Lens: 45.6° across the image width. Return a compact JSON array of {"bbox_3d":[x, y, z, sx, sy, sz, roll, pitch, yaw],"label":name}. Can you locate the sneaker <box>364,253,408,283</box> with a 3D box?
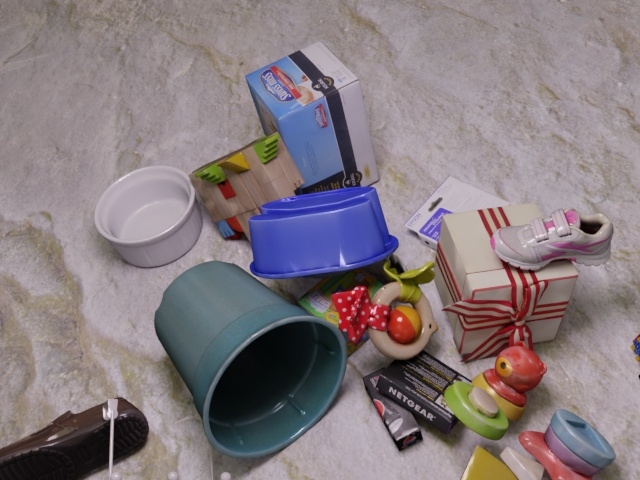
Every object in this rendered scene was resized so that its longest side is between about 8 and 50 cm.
[{"bbox_3d":[0.160,0.051,1.837,0.080,0.094,0.212,-34,51,-13],"label":"sneaker"}]

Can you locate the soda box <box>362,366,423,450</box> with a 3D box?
[{"bbox_3d":[0.151,0.355,1.613,0.060,0.053,0.168,-25,49,-7],"label":"soda box"}]

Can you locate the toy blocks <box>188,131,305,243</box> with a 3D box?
[{"bbox_3d":[-0.166,-0.105,1.941,0.382,0.260,0.191,-14,18,47],"label":"toy blocks"}]

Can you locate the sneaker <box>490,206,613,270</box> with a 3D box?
[{"bbox_3d":[0.462,-0.015,1.507,0.253,0.111,0.102,-4,45,-7],"label":"sneaker"}]

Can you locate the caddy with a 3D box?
[{"bbox_3d":[0.000,0.000,1.699,0.342,0.179,0.241,-8,16,13],"label":"caddy"}]

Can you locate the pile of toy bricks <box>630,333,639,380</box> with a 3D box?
[{"bbox_3d":[0.717,0.265,1.529,0.105,0.118,0.212,16,39,-14],"label":"pile of toy bricks"}]

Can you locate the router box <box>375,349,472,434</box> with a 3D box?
[{"bbox_3d":[0.226,0.307,1.596,0.179,0.046,0.133,31,42,24],"label":"router box"}]

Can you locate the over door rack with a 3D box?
[{"bbox_3d":[-0.313,0.456,1.537,0.240,0.108,0.324,9,45,-25],"label":"over door rack"}]

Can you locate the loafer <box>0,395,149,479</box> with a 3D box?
[{"bbox_3d":[-0.561,0.455,1.676,0.366,0.133,0.130,-18,25,-14],"label":"loafer"}]

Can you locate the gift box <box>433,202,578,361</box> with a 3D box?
[{"bbox_3d":[0.371,0.102,1.644,0.277,0.255,0.258,-12,47,-4],"label":"gift box"}]

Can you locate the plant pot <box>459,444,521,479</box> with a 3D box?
[{"bbox_3d":[0.305,0.527,1.344,0.187,0.212,0.212,25,60,17],"label":"plant pot"}]

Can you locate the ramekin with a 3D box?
[{"bbox_3d":[-0.453,-0.060,2.053,0.278,0.135,0.277,-6,50,8],"label":"ramekin"}]

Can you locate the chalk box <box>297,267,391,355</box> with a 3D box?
[{"bbox_3d":[0.039,0.172,1.740,0.213,0.132,0.132,-40,53,-19],"label":"chalk box"}]

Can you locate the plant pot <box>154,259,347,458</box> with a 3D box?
[{"bbox_3d":[-0.175,0.225,1.641,0.341,0.341,0.334,-36,44,-16],"label":"plant pot"}]

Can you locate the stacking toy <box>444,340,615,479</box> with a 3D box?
[{"bbox_3d":[0.398,0.321,1.427,0.309,0.280,0.130,45,110,34],"label":"stacking toy"}]

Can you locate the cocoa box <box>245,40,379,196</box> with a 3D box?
[{"bbox_3d":[-0.018,-0.291,1.998,0.228,0.347,0.231,-27,48,-9],"label":"cocoa box"}]

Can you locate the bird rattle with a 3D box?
[{"bbox_3d":[0.157,0.153,1.592,0.143,0.206,0.253,-18,17,50],"label":"bird rattle"}]

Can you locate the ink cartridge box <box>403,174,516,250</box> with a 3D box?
[{"bbox_3d":[0.351,-0.051,1.906,0.208,0.045,0.206,30,63,31],"label":"ink cartridge box"}]
